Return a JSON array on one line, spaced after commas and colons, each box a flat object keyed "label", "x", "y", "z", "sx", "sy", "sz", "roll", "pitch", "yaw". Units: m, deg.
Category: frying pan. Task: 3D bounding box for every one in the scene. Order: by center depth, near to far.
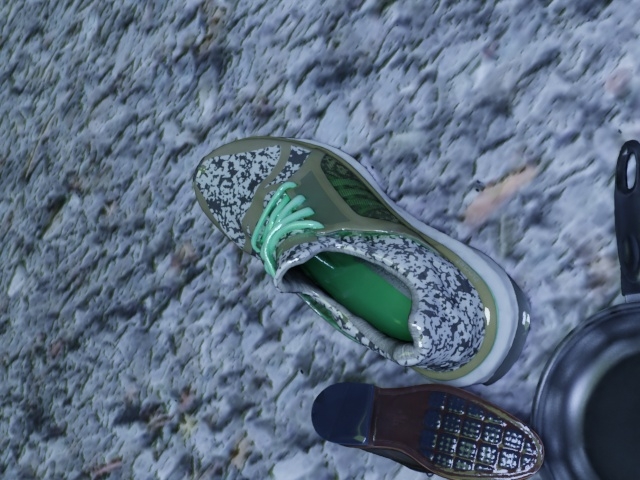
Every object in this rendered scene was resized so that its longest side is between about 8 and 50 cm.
[{"label": "frying pan", "x": 0.250, "y": 0.094, "z": 0.694, "sx": 0.197, "sy": 0.053, "sz": 0.326, "roll": -38, "pitch": 44, "yaw": 34}]

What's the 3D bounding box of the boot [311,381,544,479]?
[{"label": "boot", "x": 0.110, "y": 0.181, "z": 0.770, "sx": 0.219, "sy": 0.106, "sz": 0.082, "roll": 8, "pitch": 74, "yaw": 30}]

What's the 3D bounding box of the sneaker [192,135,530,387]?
[{"label": "sneaker", "x": 0.000, "y": 0.000, "z": 0.799, "sx": 0.410, "sy": 0.182, "sz": 0.158, "roll": 31, "pitch": 104, "yaw": 31}]
